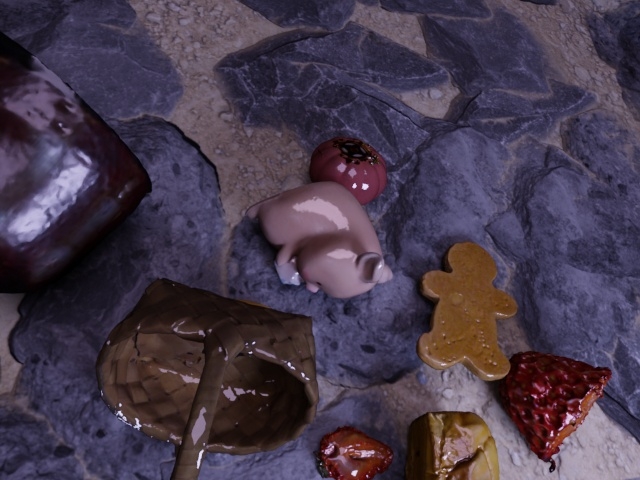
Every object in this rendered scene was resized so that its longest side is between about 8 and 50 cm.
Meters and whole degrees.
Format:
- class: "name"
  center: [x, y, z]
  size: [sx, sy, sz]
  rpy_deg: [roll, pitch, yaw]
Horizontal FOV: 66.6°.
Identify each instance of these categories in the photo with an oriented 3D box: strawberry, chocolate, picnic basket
- class: "strawberry"
  center: [0.062, 0.387, 0.878]
  size: [0.152, 0.048, 0.104]
  rpy_deg: [2, 68, -12]
- class: "chocolate"
  center: [-0.516, -0.091, 0.795]
  size: [0.384, 0.383, 0.331]
  rpy_deg: [38, 74, 4]
- class: "strawberry"
  center: [0.452, 0.312, 0.984]
  size: [0.234, 0.234, 0.178]
  rpy_deg: [-30, 47, -27]
- class: "picnic basket"
  center: [-0.170, 0.250, 0.710]
  size: [0.337, 0.293, 0.337]
  rpy_deg: [15, 33, -10]

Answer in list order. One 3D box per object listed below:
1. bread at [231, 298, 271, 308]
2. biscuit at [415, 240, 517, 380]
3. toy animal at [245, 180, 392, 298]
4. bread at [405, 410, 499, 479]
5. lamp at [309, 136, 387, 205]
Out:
- class: "bread"
  center: [-0.146, 0.164, 0.904]
  size: [0.125, 0.082, 0.106]
  rpy_deg: [15, 68, -6]
- class: "biscuit"
  center: [0.315, 0.141, 1.058]
  size: [0.216, 0.047, 0.339]
  rpy_deg: [15, 50, -2]
- class: "toy animal"
  center: [0.001, 0.004, 0.967]
  size: [0.213, 0.195, 0.256]
  rpy_deg: [-29, 80, 8]
- class: "bread"
  center: [0.221, 0.445, 0.827]
  size: [0.132, 0.167, 0.294]
  rpy_deg: [10, 62, -12]
- class: "lamp"
  center: [0.060, -0.149, 1.097]
  size: [0.182, 0.140, 0.182]
  rpy_deg: [11, 44, -11]
